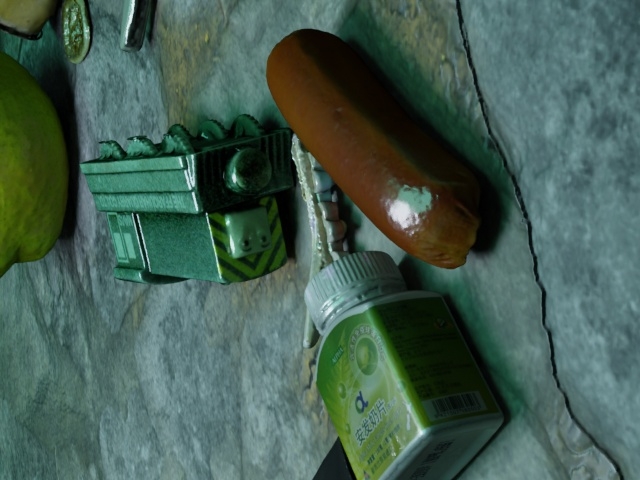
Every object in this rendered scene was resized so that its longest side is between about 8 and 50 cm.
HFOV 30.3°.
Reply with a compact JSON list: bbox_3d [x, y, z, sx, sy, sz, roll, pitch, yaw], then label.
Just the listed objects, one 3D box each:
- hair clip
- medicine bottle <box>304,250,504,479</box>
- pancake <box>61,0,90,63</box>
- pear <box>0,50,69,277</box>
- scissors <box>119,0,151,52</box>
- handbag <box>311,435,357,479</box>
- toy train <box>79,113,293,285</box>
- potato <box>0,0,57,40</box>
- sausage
[{"bbox_3d":[0.007,0.000,1.117,0.062,0.056,0.213,130,138,-72],"label":"hair clip"},{"bbox_3d":[0.060,0.108,0.998,0.188,0.088,0.132,65,145,30],"label":"medicine bottle"},{"bbox_3d":[-0.360,-0.313,1.735,0.108,0.017,0.108,15,108,55],"label":"pancake"},{"bbox_3d":[-0.562,-0.098,1.786,0.391,0.391,0.391,16,109,59],"label":"pear"},{"bbox_3d":[-0.213,-0.367,1.441,0.138,0.041,0.289,46,129,50],"label":"scissors"},{"bbox_3d":[0.044,0.310,1.081,0.247,0.080,0.223,116,145,-46],"label":"handbag"},{"bbox_3d":[-0.141,-0.039,1.293,0.330,0.138,0.178,4,108,58],"label":"toy train"},{"bbox_3d":[-0.504,-0.538,1.751,0.397,0.290,0.296,45,107,22],"label":"potato"},{"bbox_3d":[0.038,-0.083,1.008,0.300,0.083,0.089,52,126,41],"label":"sausage"}]
